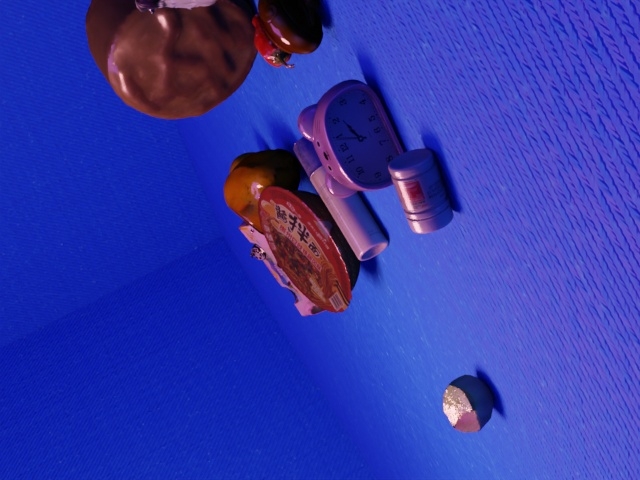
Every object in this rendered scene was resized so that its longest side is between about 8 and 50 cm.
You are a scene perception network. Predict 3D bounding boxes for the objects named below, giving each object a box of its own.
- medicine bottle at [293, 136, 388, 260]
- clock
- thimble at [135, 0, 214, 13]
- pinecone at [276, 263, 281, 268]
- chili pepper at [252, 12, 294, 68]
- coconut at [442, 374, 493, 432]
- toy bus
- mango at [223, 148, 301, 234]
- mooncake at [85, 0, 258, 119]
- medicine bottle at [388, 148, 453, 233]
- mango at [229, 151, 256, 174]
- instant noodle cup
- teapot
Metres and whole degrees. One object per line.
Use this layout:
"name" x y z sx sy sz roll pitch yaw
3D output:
"medicine bottle" 0.032 -0.075 1.670 0.230 0.059 0.059 59 170 19
"clock" 0.043 -0.130 1.316 0.152 0.110 0.050 64 173 -12
"thimble" -0.219 -0.460 1.490 0.237 0.150 0.237 177 90 -84
"pinecone" -0.019 0.029 2.029 0.121 0.140 0.140 31 -162 -48
"chili pepper" -0.082 -0.325 1.621 0.059 0.050 0.191 49 -171 -39
"coconut" 0.222 0.247 1.505 0.082 0.081 0.083 -45 73 36
"toy bus" -0.062 0.046 2.209 0.112 0.090 0.274 -8 126 47
"mango" -0.114 -0.112 2.012 0.136 0.166 0.236 36 176 -10
"mooncake" -0.253 -0.352 1.747 0.155 0.284 0.284 54 167 39
"medicine bottle" 0.124 -0.061 1.228 0.091 0.058 0.058 67 169 -24
"mango" -0.123 -0.086 2.289 0.251 0.114 0.156 64 158 -6
"instant noodle cup" 0.000 0.000 1.864 0.274 0.091 0.274 42 150 31
"teapot" -0.035 -0.314 1.363 0.098 0.078 0.129 19 -139 -41
